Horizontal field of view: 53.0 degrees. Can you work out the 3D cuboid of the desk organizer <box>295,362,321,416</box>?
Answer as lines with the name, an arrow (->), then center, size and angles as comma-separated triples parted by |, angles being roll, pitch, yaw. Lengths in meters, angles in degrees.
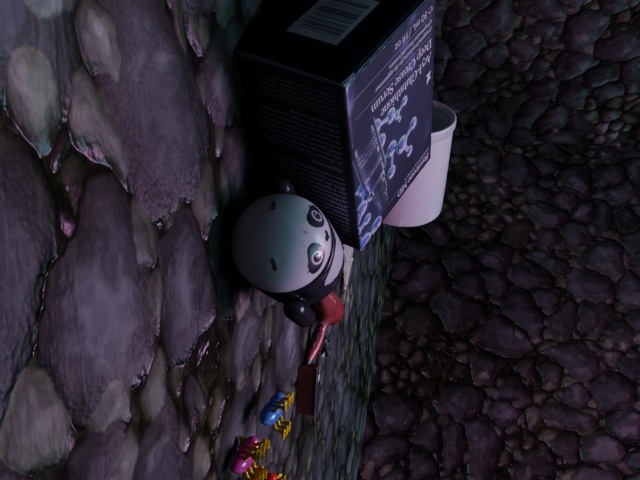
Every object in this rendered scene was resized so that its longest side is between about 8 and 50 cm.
desk organizer -> -0.031, 0.383, 1.659 | 0.047, 0.050, 0.130 | -31, 125, -76

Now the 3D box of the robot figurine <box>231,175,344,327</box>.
robot figurine -> -0.048, 0.021, 1.111 | 0.173, 0.209, 0.278 | -47, 163, -4

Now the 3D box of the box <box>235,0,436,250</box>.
box -> 0.048, -0.233, 1.169 | 0.293, 0.212, 0.395 | -52, 152, -28

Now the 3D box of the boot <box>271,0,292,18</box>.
boot -> -0.031, -0.411, 1.258 | 0.246, 0.084, 0.161 | -67, 165, -51

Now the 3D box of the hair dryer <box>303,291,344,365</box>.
hair dryer -> 0.012, 0.245, 1.736 | 0.223, 0.080, 0.293 | -60, 152, -62

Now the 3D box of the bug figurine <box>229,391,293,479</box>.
bug figurine -> -0.116, 0.429, 1.227 | 0.216, 0.072, 0.278 | -36, 135, -66

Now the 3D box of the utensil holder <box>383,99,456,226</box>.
utensil holder -> 0.313, -0.288, 2.366 | 0.327, 0.328, 0.385 | -69, 163, -53

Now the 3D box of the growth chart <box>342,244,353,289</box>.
growth chart -> 0.090, 0.036, 2.162 | 0.172, 0.021, 0.237 | -69, 161, -51
